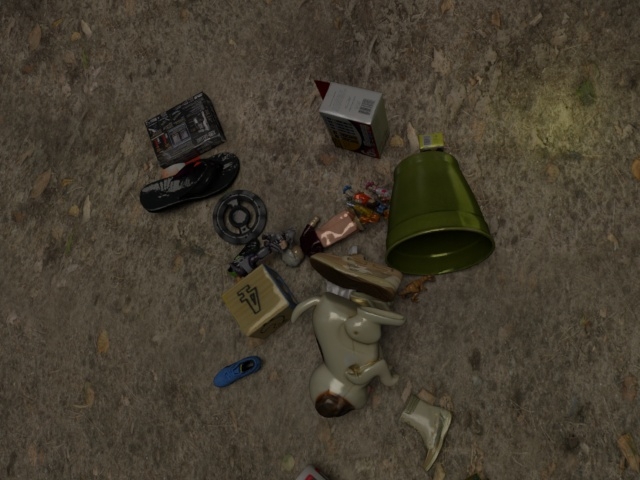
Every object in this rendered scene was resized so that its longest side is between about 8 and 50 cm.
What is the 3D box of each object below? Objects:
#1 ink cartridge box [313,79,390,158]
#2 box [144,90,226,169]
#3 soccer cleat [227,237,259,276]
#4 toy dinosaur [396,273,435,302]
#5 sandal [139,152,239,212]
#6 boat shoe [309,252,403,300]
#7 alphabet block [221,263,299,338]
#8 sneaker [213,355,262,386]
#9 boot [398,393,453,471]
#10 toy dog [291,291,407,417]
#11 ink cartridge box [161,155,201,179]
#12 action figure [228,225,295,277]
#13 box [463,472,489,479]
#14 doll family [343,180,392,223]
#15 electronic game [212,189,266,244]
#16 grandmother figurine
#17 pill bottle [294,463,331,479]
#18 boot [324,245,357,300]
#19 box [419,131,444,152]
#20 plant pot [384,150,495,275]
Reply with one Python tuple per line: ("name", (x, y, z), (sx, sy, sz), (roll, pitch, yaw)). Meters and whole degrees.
("ink cartridge box", (0.107, -0.460, 1.906), (0.271, 0.309, 0.130), (19, 81, 18))
("box", (-0.596, -0.481, 2.196), (0.307, 0.076, 0.243), (-26, 72, 6))
("soccer cleat", (-0.306, 0.066, 1.993), (0.060, 0.072, 0.179), (33, 85, 18))
("toy dinosaur", (0.323, 0.177, 1.795), (0.211, 0.112, 0.064), (-25, 46, -31))
("sandal", (-0.543, -0.246, 2.081), (0.445, 0.107, 0.168), (-26, 73, -7))
("boat shoe", (0.124, 0.108, 1.778), (0.340, 0.122, 0.110), (21, 60, 20))
("alphabet block", (-0.217, 0.233, 1.871), (0.197, 0.192, 0.193), (-38, 69, 2))
("sneaker", (-0.323, 0.494, 1.886), (0.209, 0.082, 0.069), (-26, 74, 7))
("boot", (0.340, 0.652, 1.695), (0.165, 0.077, 0.213), (21, 77, 16))
("toy dog", (0.085, 0.401, 1.693), (0.394, 0.284, 0.408), (8, 98, -15))
("ink cartridge box", (-0.588, -0.274, 2.160), (0.179, 0.045, 0.146), (-27, 72, 8))
("action figure", (-0.207, 0.034, 1.904), (0.285, 0.185, 0.099), (-37, 98, -1))
("box", (0.464, 0.812, 1.611), (0.179, 0.105, 0.043), (-29, 73, 4))
("doll family", (0.195, -0.131, 1.878), (0.163, 0.262, 0.119), (33, 120, 26))
("electronic game", (-0.334, -0.097, 2.053), (0.229, 0.048, 0.230), (-1, 83, 8))
("grandmother figurine", (0.000, 0.000, 1.932), (0.342, 0.104, 0.208), (-29, 44, 8))
("pill bottle", (0.034, 0.915, 1.647), (0.318, 0.176, 0.176), (35, 86, 19))
("boot", (0.077, 0.143, 1.872), (0.123, 0.095, 0.259), (4, 78, 7))
("box", (0.409, -0.311, 1.837), (0.087, 0.232, 0.058), (-6, 71, 13))
("plant pot", (0.392, -0.110, 1.755), (0.366, 0.366, 0.353), (-8, 63, 11))
